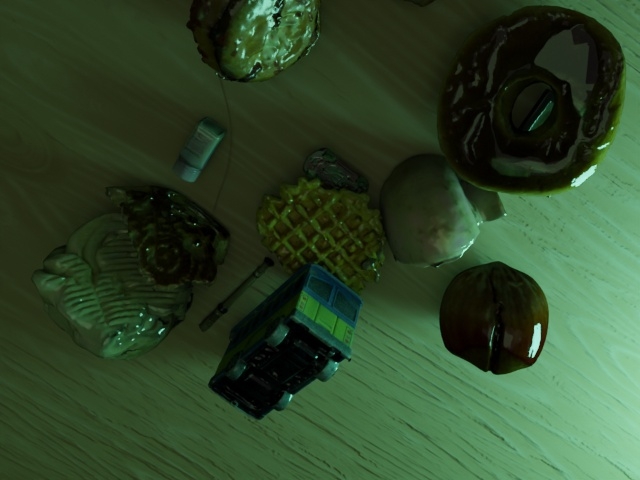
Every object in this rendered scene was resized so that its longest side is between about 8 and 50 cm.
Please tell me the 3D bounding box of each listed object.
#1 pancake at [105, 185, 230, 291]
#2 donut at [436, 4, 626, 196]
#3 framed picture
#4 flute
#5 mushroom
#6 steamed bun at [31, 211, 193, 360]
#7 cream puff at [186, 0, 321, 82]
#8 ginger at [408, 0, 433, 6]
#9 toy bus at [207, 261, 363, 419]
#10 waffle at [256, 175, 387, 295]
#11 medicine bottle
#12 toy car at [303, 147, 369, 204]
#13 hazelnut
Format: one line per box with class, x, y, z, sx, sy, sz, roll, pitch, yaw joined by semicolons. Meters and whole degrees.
pancake;-0.289;-0.015;1.310;0.056;0.212;0.257;-38;73;49
donut;0.371;-0.234;1.148;0.330;0.160;0.330;6;105;24
framed picture;0.433;-0.182;1.247;0.128;0.023;0.168;29;111;-7
flute;-0.184;0.120;1.414;0.027;0.027;0.233;42;109;-12
mushroom;0.216;-0.063;1.237;0.236;0.162;0.173;-24;110;11
steamed bun;-0.417;0.104;1.330;0.280;0.268;0.207;45;143;1
cream puff;-0.115;-0.385;1.117;0.240;0.240;0.164;-47;71;19
ginger;0.147;-0.552;1.044;0.190;0.126;0.354;3;129;33
toy bus;-0.073;0.210;1.319;0.152;0.190;0.312;38;126;-15
waffle;0.001;-0.002;1.311;0.262;0.060;0.280;9;124;8
medicine bottle;-0.237;-0.175;1.274;0.055;0.074;0.118;33;112;-9
toy car;0.031;-0.128;1.283;0.142;0.055;0.069;36;120;-20
hazelnut;0.344;0.153;1.306;0.212;0.181;0.181;7;133;12
